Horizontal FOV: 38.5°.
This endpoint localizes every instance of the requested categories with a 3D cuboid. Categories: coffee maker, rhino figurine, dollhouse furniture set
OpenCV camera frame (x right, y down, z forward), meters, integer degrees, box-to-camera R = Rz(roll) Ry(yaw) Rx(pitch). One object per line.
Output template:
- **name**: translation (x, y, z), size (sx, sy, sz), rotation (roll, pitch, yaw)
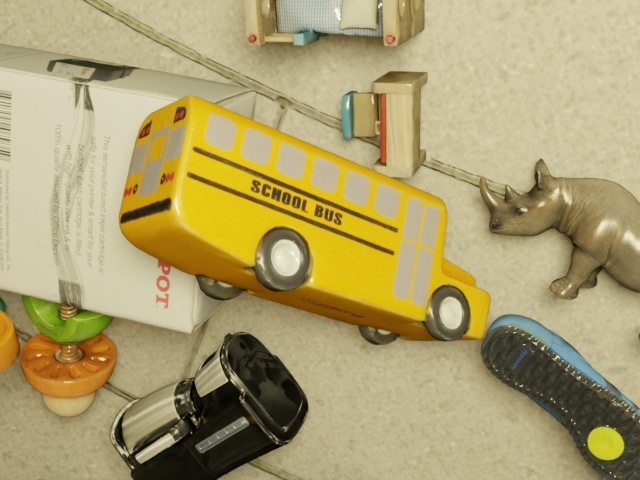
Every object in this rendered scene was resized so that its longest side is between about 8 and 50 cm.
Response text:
- **coffee maker**: translation (-0.103, 0.204, 0.975), size (0.178, 0.120, 0.171), rotation (-33, 119, 25)
- **rhino figurine**: translation (0.249, 0.003, 0.807), size (0.243, 0.073, 0.106), rotation (30, 118, 7)
- **dollhouse furniture set**: translation (0.018, -0.148, 0.796), size (0.129, 0.129, 0.184), rotation (3, 109, 16)

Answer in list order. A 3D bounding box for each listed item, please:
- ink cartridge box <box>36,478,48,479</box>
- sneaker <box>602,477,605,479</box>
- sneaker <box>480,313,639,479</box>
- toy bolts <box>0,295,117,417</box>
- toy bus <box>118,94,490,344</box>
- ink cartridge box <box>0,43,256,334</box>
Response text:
- **ink cartridge box**: translation (-0.252, 0.378, 1.081), size (0.212, 0.093, 0.154), rotation (1, 108, 15)
- **sneaker**: translation (0.424, 0.233, 0.812), size (0.292, 0.108, 0.169), rotation (30, 117, 7)
- **sneaker**: translation (0.241, 0.142, 0.839), size (0.209, 0.082, 0.069), rotation (42, 113, 14)
- **toy bolts**: translation (-0.357, 0.115, 0.979), size (0.228, 0.218, 0.158), rotation (26, 121, 27)
- **toy bus**: translation (0.000, 0.000, 0.790), size (0.108, 0.332, 0.130), rotation (-12, 64, 53)
- **ink cartridge box**: translation (-0.233, -0.060, 0.904), size (0.307, 0.129, 0.223), rotation (12, 110, 13)
